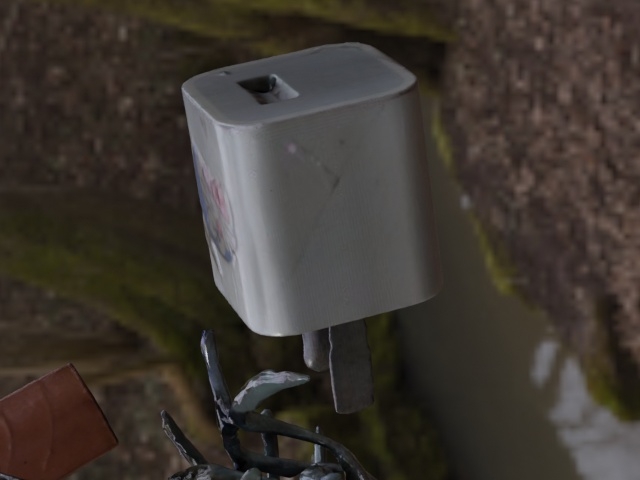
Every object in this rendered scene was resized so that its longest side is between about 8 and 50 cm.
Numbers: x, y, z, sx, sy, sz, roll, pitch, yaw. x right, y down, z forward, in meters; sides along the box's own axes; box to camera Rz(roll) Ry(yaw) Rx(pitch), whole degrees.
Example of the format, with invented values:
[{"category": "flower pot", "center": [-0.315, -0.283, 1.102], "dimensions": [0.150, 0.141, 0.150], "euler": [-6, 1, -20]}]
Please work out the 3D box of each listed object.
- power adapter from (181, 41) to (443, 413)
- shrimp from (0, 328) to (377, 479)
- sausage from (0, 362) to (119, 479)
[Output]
[{"category": "power adapter", "center": [0.000, 0.000, 1.155], "dimensions": [0.130, 0.125, 0.204], "euler": [-137, 36, -65]}, {"category": "shrimp", "center": [0.037, 0.179, 0.904], "dimensions": [0.166, 0.410, 0.221], "euler": [-51, 11, 13]}, {"category": "sausage", "center": [-0.196, 0.134, 1.057], "dimensions": [0.065, 0.169, 0.065], "euler": [53, 165, 21]}]
